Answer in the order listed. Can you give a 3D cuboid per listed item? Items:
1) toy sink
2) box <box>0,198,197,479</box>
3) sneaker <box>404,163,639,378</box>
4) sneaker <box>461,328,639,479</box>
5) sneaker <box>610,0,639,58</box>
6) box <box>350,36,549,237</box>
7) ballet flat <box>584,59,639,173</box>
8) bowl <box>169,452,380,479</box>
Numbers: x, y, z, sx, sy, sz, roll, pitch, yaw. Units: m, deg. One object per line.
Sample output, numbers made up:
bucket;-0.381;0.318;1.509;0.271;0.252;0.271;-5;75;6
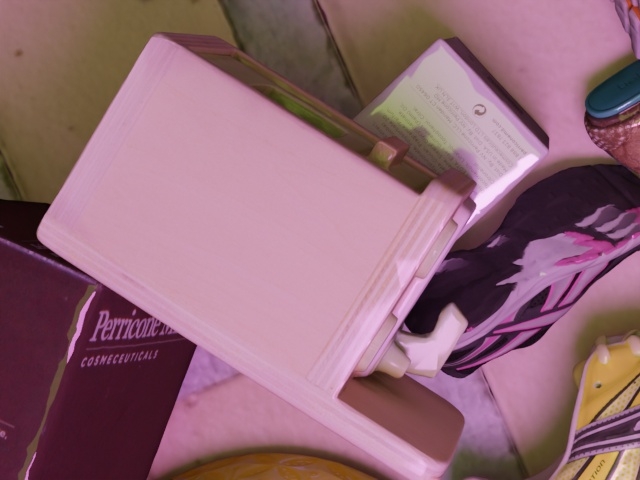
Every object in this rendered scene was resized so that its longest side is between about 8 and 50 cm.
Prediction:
toy sink;0.000;0.000;0.933;0.234;0.153;0.131;33;99;5
box;-0.205;0.172;1.008;0.143;0.191;0.381;21;96;16
sneaker;0.131;0.021;1.098;0.178;0.077;0.072;-27;53;-6
sneaker;0.234;0.091;1.051;0.384;0.145;0.147;-45;84;6
sneaker;0.206;-0.152;1.024;0.083;0.084;0.214;-22;61;-3
box;0.044;-0.031;1.066;0.170;0.130;0.091;-43;90;9
ballet flat;0.255;-0.108;1.072;0.206;0.073;0.067;-31;119;12
bowl;-0.042;0.285;1.086;0.290;0.156;0.289;2;97;14
